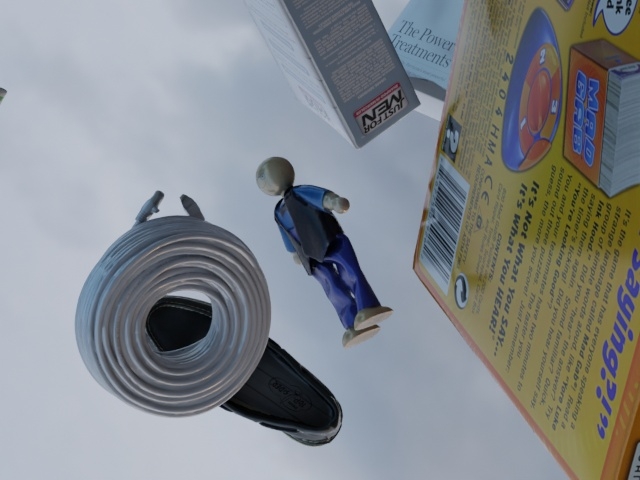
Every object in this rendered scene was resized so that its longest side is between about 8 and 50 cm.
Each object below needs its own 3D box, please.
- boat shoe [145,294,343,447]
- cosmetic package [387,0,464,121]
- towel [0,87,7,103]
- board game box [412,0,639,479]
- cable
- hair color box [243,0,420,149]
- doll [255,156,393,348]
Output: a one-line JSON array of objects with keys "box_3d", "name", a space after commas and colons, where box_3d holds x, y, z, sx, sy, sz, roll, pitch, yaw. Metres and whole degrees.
[{"box_3d": [-0.113, 0.184, 2.134, 0.340, 0.127, 0.113, 38, 169, -2], "name": "boat shoe"}, {"box_3d": [0.272, -0.278, 2.055, 0.377, 0.284, 0.097, 29, 170, 46], "name": "cosmetic package"}, {"box_3d": [-0.575, -0.085, 2.069, 0.038, 0.324, 0.248, 25, -173, 33], "name": "towel"}, {"box_3d": [0.311, -0.058, 1.012, 0.356, 0.356, 0.356, 2, -156, -18], "name": "board game box"}, {"box_3d": [-0.181, 0.099, 1.900, 0.257, 0.257, 0.089, 44, 173, -28], "name": "cable"}, {"box_3d": [-0.022, -0.314, 1.933, 0.185, 0.114, 0.374, 45, 167, 50], "name": "hair color box"}, {"box_3d": [0.000, 0.000, 1.368, 0.046, 0.129, 0.189, -22, -110, -28], "name": "doll"}]
